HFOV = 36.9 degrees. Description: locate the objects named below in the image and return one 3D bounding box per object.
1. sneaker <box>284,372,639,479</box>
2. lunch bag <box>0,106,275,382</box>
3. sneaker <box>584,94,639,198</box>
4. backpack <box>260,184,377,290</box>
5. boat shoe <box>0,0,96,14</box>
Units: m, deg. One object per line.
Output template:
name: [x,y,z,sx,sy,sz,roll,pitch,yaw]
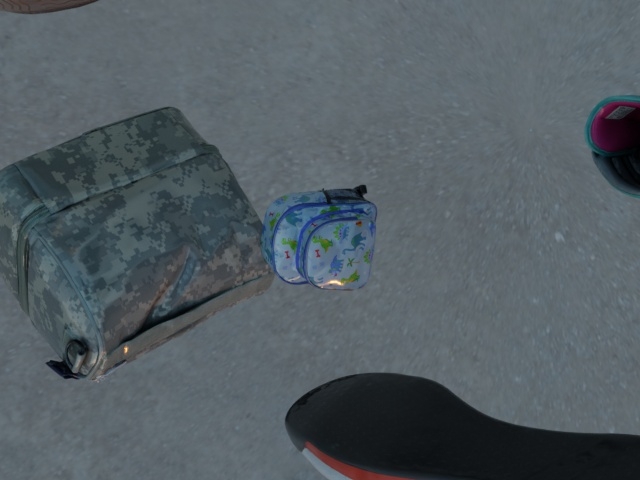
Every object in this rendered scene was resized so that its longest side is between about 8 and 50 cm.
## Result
sneaker: [0.095,0.168,0.544,0.270,0.090,0.145,6,120,42]
lunch bag: [-0.231,0.013,1.185,0.256,0.305,0.212,45,140,24]
sneaker: [0.388,-0.143,1.097,0.178,0.295,0.124,13,139,-15]
backpack: [0.000,0.000,1.005,0.114,0.084,0.105,-1,113,-19]
boat shoe: [-0.095,-0.251,0.319,0.132,0.130,0.355,-6,94,3]
